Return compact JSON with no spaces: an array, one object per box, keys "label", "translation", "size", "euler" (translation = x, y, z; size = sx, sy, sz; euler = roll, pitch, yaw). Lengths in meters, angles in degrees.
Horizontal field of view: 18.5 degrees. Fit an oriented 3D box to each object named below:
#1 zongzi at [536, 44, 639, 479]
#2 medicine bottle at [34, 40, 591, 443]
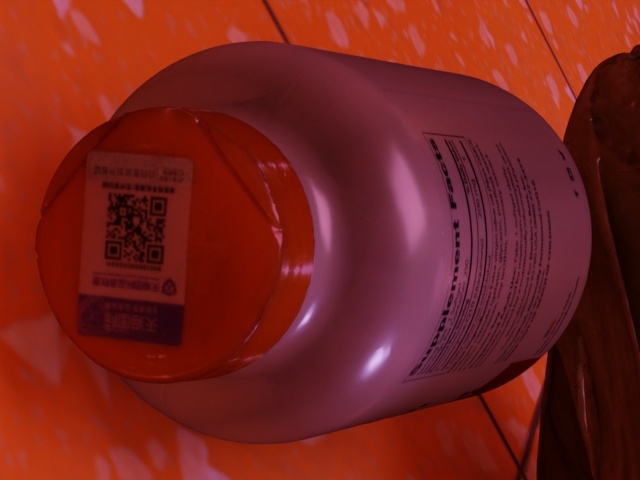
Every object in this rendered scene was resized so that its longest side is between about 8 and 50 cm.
[{"label":"zongzi","translation":[0.190,0.109,0.909],"size":[0.467,0.218,0.500],"euler":[-63,148,-63]},{"label":"medicine bottle","translation":[0.000,0.000,0.812],"size":[0.289,0.157,0.157],"euler":[-2,71,-66]}]
